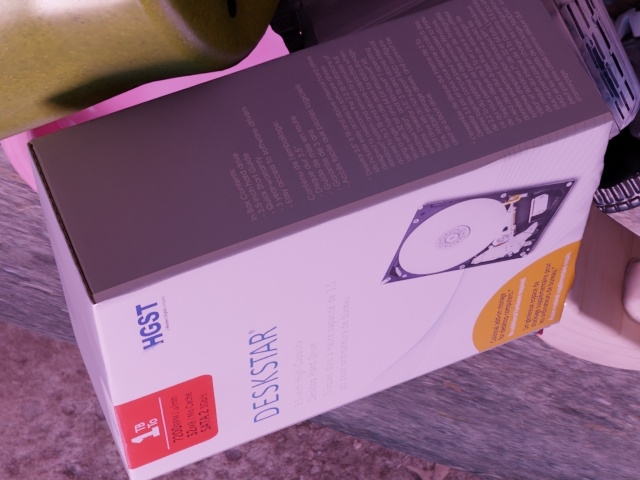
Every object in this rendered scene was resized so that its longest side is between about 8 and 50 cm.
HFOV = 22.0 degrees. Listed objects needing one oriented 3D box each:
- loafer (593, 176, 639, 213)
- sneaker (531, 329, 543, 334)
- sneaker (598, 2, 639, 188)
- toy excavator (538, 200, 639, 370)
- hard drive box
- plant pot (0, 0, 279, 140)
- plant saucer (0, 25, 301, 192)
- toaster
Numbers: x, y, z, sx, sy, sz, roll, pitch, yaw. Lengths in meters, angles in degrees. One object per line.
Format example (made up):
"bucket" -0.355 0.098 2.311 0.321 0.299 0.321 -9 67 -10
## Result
"loafer" 0.190 -0.066 1.276 0.220 0.078 0.080 -13 118 41
"sneaker" 0.068 0.016 1.042 0.125 0.104 0.262 -2 171 -12
"sneaker" 0.180 -0.083 1.115 0.078 0.106 0.234 17 166 -19
"toy excavator" 0.290 -0.016 0.884 0.433 0.222 0.445 3 157 23
"hard drive box" 0.000 0.000 0.750 0.232 0.089 0.181 -20 150 -11
"plant pot" -0.209 -0.181 0.725 0.353 0.366 0.366 -4 161 18
"plant saucer" -0.033 -0.121 0.990 0.332 0.084 0.332 -10 148 -7
"toaster" 0.072 -0.108 0.856 0.146 0.129 0.227 -27 147 11
